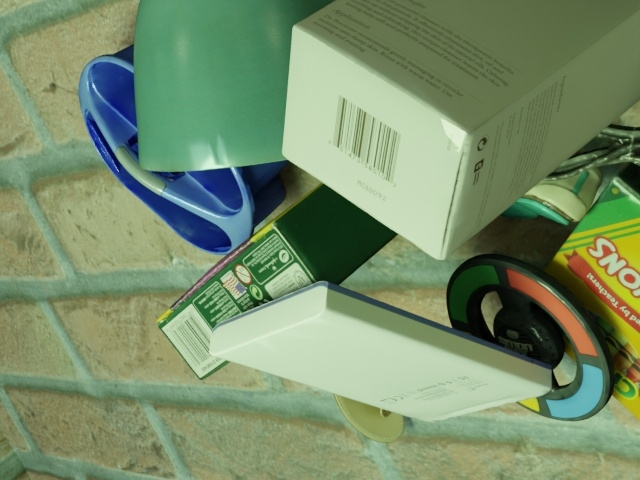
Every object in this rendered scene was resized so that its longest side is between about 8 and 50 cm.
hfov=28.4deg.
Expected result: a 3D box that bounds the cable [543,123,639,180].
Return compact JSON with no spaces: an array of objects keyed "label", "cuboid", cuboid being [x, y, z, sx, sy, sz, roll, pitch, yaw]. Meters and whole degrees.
[{"label":"cable","cuboid":[0.323,-0.085,1.217,0.287,0.072,0.139,16,115,13]}]

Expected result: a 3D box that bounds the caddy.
[{"label":"caddy","cuboid":[-0.194,-0.132,1.762,0.341,0.179,0.241,41,144,17]}]

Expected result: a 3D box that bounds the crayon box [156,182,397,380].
[{"label":"crayon box","cuboid":[0.000,0.000,1.532,0.106,0.313,0.363,52,146,0]}]

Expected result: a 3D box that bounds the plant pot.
[{"label":"plant pot","cuboid":[-0.084,-0.222,1.471,0.293,0.293,0.235,6,108,47]}]

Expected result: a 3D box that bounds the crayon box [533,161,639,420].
[{"label":"crayon box","cuboid":[0.349,0.068,1.394,0.202,0.081,0.318,42,145,13]}]

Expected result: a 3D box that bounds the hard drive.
[{"label":"hard drive","cuboid":[0.068,0.131,1.398,0.319,0.040,0.210,21,151,-32]}]

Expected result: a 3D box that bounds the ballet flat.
[{"label":"ballet flat","cuboid":[0.233,-0.065,1.401,0.086,0.086,0.248,62,167,-14]}]

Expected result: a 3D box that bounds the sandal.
[{"label":"sandal","cuboid":[0.058,0.190,1.841,0.240,0.088,0.079,58,152,0]}]

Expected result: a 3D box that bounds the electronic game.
[{"label":"electronic game","cuboid":[0.237,0.113,1.453,0.229,0.048,0.229,34,146,28]}]

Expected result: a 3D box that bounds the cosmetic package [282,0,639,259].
[{"label":"cosmetic package","cuboid":[0.160,-0.168,1.144,0.197,0.365,0.155,36,141,27]}]
